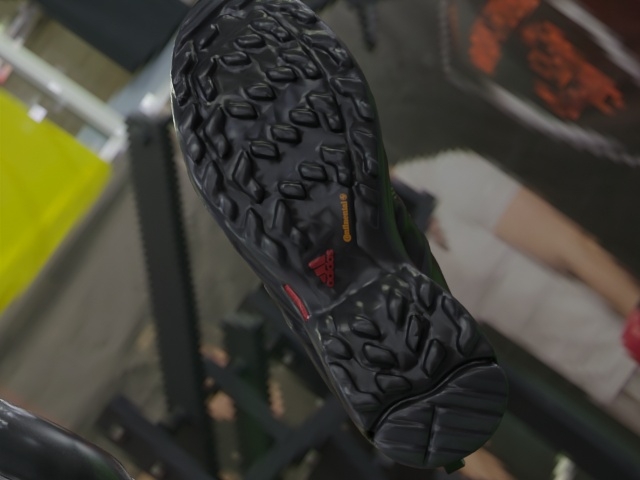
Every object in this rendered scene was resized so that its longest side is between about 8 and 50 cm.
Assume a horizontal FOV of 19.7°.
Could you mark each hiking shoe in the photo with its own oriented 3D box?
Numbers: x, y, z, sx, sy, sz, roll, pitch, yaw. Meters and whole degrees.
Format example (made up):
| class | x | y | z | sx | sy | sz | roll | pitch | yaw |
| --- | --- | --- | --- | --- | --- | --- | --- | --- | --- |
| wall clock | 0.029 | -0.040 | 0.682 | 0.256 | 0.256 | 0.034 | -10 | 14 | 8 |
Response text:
| class | x | y | z | sx | sy | sz | roll | pitch | yaw |
| --- | --- | --- | --- | --- | --- | --- | --- | --- | --- |
| hiking shoe | 0.000 | 0.000 | 0.789 | 0.086 | 0.227 | 0.114 | -24 | -13 | -7 |

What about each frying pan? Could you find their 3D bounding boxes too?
| class | x | y | z | sx | sy | sz | roll | pitch | yaw |
| --- | --- | --- | --- | --- | --- | --- | --- | --- | --- |
| frying pan | -0.111 | 0.124 | 0.883 | 0.197 | 0.326 | 0.053 | 67 | -136 | -72 |
